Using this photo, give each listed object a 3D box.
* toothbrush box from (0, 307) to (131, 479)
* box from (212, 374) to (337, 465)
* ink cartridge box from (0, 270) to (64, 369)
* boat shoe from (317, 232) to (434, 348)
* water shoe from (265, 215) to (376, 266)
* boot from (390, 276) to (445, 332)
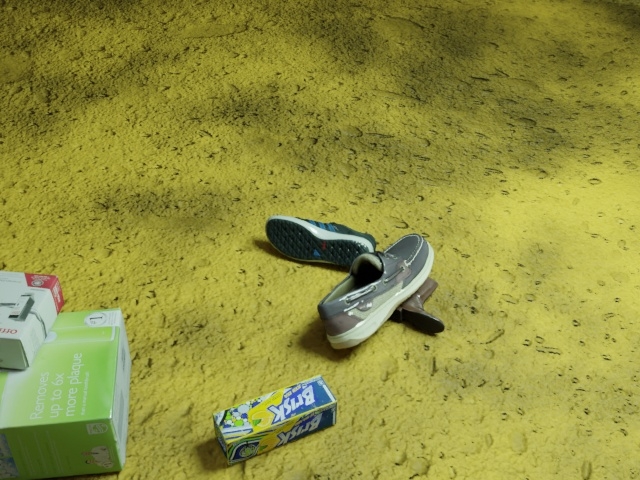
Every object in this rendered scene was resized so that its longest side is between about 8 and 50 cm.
[{"bbox_3d":[-0.416,0.215,1.100,0.283,0.122,0.206,-4,39,-5],"label":"toothbrush box"},{"bbox_3d":[-0.063,0.252,1.119,0.169,0.054,0.059,-17,43,-20],"label":"box"},{"bbox_3d":[-0.428,0.106,1.093,0.099,0.056,0.135,4,37,3],"label":"ink cartridge box"},{"bbox_3d":[0.093,0.062,1.304,0.102,0.092,0.285,-5,29,46],"label":"boat shoe"},{"bbox_3d":[0.000,0.000,1.428,0.203,0.073,0.080,17,20,12],"label":"water shoe"},{"bbox_3d":[0.178,0.100,1.326,0.106,0.037,0.114,20,39,23],"label":"boot"}]
